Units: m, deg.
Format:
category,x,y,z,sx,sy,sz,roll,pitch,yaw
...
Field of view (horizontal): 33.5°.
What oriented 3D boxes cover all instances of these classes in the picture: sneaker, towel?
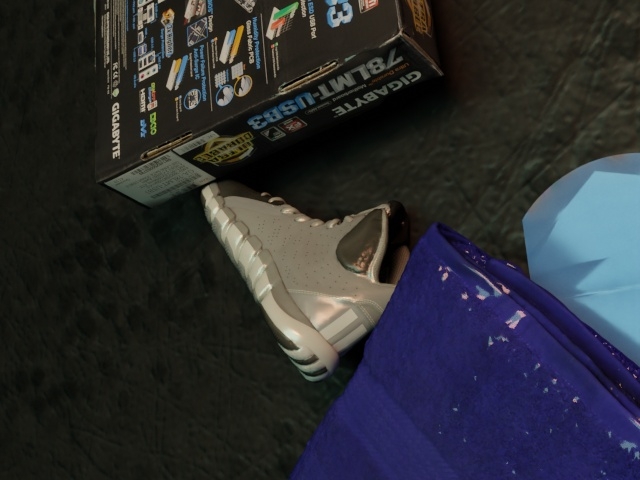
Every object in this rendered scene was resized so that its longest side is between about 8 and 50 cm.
category,x,y,z,sx,sy,sz,roll,pitch,yaw
sneaker,0.000,0.000,0.822,0.132,0.086,0.228,-34,45,0
towel,0.083,0.171,0.692,0.227,0.076,0.308,48,118,43

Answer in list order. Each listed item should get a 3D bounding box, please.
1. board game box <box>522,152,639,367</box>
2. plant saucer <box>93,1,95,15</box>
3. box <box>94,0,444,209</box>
category,x,y,z,sx,sy,sz,roll,pitch,yaw
board game box,0.203,0.030,0.675,0.133,0.033,0.168,-12,78,31
plant saucer,-0.173,-0.246,1.036,0.119,0.021,0.119,-9,74,35
box,-0.058,-0.209,0.870,0.293,0.073,0.295,-21,60,26
